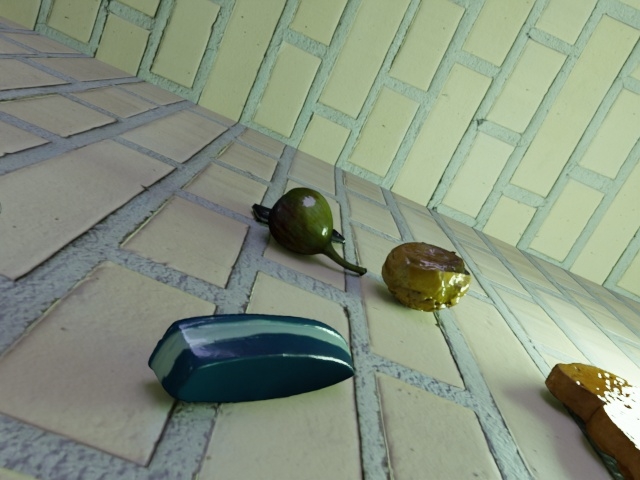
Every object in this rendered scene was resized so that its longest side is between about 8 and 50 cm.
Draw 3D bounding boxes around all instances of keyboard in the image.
[{"bbox_3d":[-0.049,-0.034,1.340,0.230,0.025,0.094,17,16,-27],"label":"keyboard"}]

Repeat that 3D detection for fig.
[{"bbox_3d":[0.000,0.000,1.201,0.245,0.149,0.149,44,15,-5],"label":"fig"}]

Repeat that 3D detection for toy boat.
[{"bbox_3d":[-0.054,0.141,0.677,0.299,0.096,0.062,11,32,-47],"label":"toy boat"}]

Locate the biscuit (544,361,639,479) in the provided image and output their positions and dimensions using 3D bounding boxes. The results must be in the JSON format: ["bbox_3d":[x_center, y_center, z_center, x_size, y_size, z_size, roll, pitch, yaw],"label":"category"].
[{"bbox_3d":[0.595,0.364,0.962,0.349,0.078,0.455,17,17,-16],"label":"biscuit"}]

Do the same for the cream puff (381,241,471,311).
[{"bbox_3d":[0.217,0.081,1.190,0.188,0.130,0.189,14,20,-5],"label":"cream puff"}]
